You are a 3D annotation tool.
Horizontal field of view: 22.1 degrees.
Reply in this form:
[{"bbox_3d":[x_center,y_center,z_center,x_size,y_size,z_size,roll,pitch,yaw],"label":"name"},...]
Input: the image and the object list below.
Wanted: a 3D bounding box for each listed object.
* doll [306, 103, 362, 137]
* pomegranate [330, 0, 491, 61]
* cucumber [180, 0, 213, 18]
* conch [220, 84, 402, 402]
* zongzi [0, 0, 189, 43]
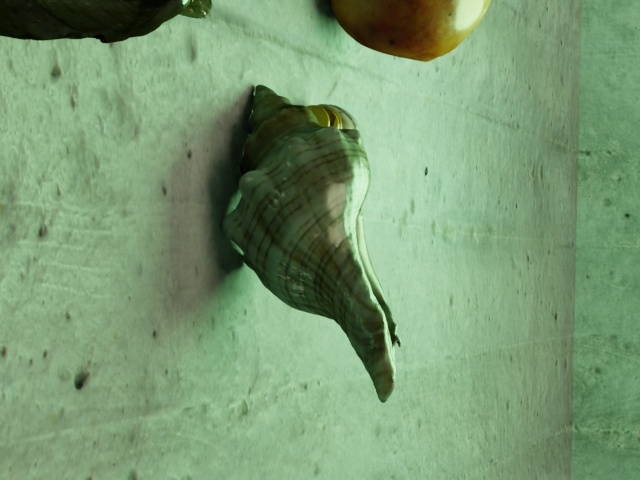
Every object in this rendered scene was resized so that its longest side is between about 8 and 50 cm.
[{"bbox_3d":[0.009,-0.119,1.959,0.084,0.073,0.127,-56,156,8],"label":"doll"},{"bbox_3d":[0.108,-0.319,2.027,0.209,0.209,0.209,1,90,-70],"label":"pomegranate"},{"bbox_3d":[-0.121,-0.328,1.609,0.058,0.052,0.214,91,4,-78],"label":"cucumber"},{"bbox_3d":[-0.013,0.002,1.751,0.203,0.170,0.386,28,50,-63],"label":"conch"},{"bbox_3d":[-0.248,-0.249,0.911,0.360,0.323,0.159,49,54,-56],"label":"zongzi"}]
